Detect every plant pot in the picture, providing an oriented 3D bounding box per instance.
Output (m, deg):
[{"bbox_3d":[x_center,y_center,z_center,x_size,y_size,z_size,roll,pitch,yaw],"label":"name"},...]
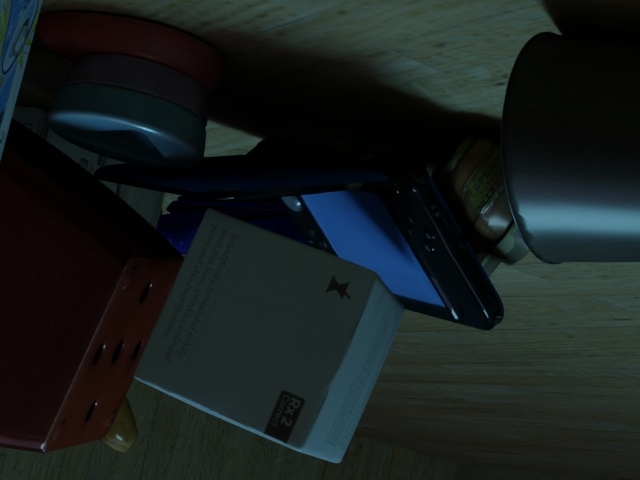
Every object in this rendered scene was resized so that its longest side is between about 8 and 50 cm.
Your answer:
[{"bbox_3d":[-0.272,0.045,1.555,0.236,0.267,0.267,25,-177,11],"label":"plant pot"}]

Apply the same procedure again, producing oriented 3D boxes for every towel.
[{"bbox_3d":[0.000,0.000,1.975,0.308,0.076,0.227,5,173,35],"label":"towel"}]

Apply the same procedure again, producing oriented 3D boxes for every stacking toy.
[{"bbox_3d":[-0.255,-0.125,1.484,0.309,0.130,0.279,22,166,-35],"label":"stacking toy"}]

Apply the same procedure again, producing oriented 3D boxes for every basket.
[{"bbox_3d":[0.259,-0.056,1.197,0.227,0.154,0.204,3,167,27],"label":"basket"}]

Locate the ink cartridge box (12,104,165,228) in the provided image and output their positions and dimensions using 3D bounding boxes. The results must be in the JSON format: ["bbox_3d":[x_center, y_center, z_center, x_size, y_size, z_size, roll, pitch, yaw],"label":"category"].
[{"bbox_3d":[-0.289,-0.066,1.912,0.158,0.092,0.218,6,164,32],"label":"ink cartridge box"}]

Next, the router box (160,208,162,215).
[{"bbox_3d":[-0.362,-0.027,2.206,0.335,0.082,0.301,14,169,-1],"label":"router box"}]

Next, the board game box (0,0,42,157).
[{"bbox_3d":[-0.231,-0.133,1.233,0.035,0.201,0.136,12,169,5],"label":"board game box"}]

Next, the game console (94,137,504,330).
[{"bbox_3d":[-0.023,0.002,1.583,0.250,0.173,0.293,59,161,-20],"label":"game console"}]

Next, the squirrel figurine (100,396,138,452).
[{"bbox_3d":[-0.469,0.126,2.420,0.370,0.281,0.397,-18,-136,-42],"label":"squirrel figurine"}]

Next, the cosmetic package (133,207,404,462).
[{"bbox_3d":[-0.036,0.082,1.483,0.151,0.151,0.183,22,173,13],"label":"cosmetic package"}]

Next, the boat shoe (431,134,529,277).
[{"bbox_3d":[0.133,-0.027,1.622,0.104,0.111,0.307,34,161,0],"label":"boat shoe"}]
